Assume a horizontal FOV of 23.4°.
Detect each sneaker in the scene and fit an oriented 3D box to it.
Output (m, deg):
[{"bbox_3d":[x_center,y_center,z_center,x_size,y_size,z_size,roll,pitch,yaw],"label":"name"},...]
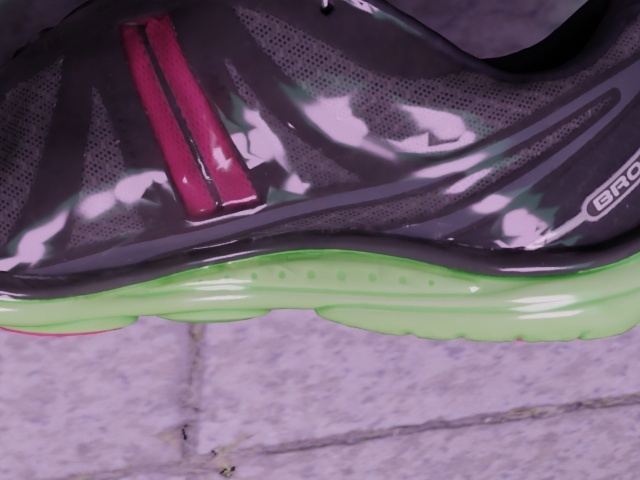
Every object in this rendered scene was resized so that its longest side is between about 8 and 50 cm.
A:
[{"bbox_3d":[-0.056,-0.062,0.741,0.483,0.185,0.202,1,101,-9],"label":"sneaker"}]
